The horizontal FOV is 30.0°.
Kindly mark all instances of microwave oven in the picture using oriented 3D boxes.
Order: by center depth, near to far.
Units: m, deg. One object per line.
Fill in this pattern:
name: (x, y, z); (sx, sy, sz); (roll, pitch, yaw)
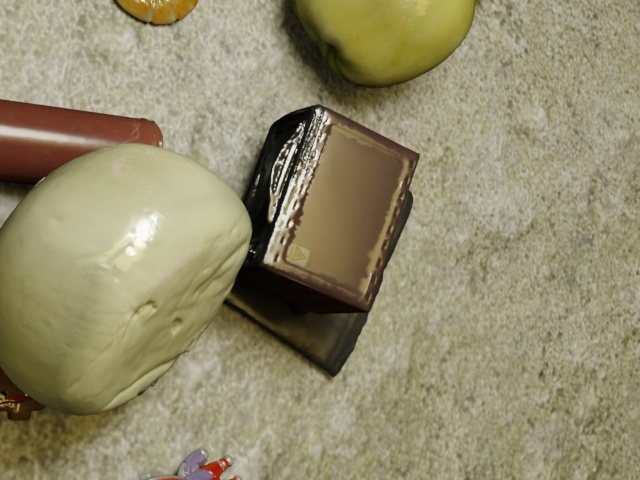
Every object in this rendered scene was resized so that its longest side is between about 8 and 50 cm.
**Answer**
microwave oven: (-0.012, -0.039, 1.611); (0.188, 0.178, 0.247); (22, 76, -19)

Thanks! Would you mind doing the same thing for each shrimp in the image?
shrimp: (-0.261, -0.376, 1.640); (0.217, 0.051, 0.115); (29, 70, -26)

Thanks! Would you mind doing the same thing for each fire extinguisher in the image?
fire extinguisher: (-0.375, -0.102, 1.504); (0.337, 0.106, 0.147); (5, 104, -29)

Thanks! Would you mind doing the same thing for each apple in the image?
apple: (0.090, -0.350, 1.734); (0.262, 0.262, 0.262); (5, 79, -30)

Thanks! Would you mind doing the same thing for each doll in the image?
doll: (-0.195, 0.340, 1.542); (0.228, 0.075, 0.102); (-23, 79, -41)

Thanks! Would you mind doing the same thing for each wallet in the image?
wallet: (0.000, 0.000, 1.738); (0.247, 0.041, 0.323); (36, 68, -19)

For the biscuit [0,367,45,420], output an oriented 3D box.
biscuit: (-0.375, 0.161, 1.499); (0.119, 0.019, 0.129); (4, 80, -30)

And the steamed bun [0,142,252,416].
steamed bun: (-0.252, 0.022, 1.421); (0.233, 0.312, 0.334); (36, 23, 14)
